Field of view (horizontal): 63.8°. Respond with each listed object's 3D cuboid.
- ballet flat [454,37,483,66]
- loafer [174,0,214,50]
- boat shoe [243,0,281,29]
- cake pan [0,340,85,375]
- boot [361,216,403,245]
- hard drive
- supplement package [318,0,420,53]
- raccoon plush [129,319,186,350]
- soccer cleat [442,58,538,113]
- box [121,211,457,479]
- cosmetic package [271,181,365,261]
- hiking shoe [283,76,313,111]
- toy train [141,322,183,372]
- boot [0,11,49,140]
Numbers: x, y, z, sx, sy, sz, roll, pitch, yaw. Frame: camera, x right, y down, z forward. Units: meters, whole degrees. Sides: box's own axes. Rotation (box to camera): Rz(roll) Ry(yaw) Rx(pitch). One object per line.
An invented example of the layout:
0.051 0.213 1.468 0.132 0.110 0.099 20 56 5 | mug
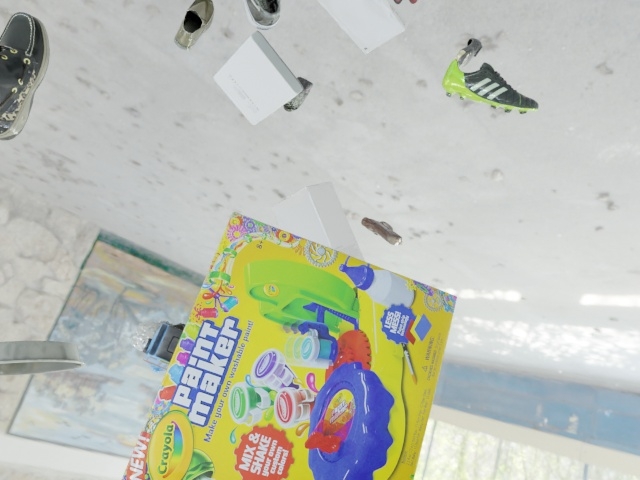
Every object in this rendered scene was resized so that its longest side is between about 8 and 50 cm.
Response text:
0.408 -0.528 1.443 0.049 0.173 0.057 38 133 9 | ballet flat
-0.441 -0.794 1.849 0.094 0.251 0.087 26 153 -20 | loafer
-0.160 -0.637 1.148 0.113 0.306 0.105 -15 -174 -14 | boat shoe
-0.745 0.295 1.281 0.293 0.054 0.293 -5 163 -2 | cake pan
0.160 -0.013 1.177 0.106 0.037 0.114 14 -168 -38 | boot
-0.199 -0.483 1.572 0.203 0.040 0.307 49 152 -17 | hard drive
0.135 -0.628 1.283 0.194 0.203 0.149 39 152 -27 | supplement package
-0.247 0.375 1.213 0.446 0.216 0.299 13 -164 -16 | raccoon plush
0.311 -0.278 0.928 0.179 0.072 0.060 18 -165 7 | soccer cleat
-0.030 0.167 0.609 0.279 0.290 0.177 20 161 -5 | box
0.000 0.000 1.812 0.197 0.365 0.155 -23 177 41 | cosmetic package
-0.100 -0.495 1.803 0.086 0.227 0.114 31 126 13 | hiking shoe
-0.234 0.220 0.938 0.184 0.080 0.105 28 149 -15 | toy train
-0.554 -0.306 0.851 0.085 0.236 0.178 7 170 12 | boot
